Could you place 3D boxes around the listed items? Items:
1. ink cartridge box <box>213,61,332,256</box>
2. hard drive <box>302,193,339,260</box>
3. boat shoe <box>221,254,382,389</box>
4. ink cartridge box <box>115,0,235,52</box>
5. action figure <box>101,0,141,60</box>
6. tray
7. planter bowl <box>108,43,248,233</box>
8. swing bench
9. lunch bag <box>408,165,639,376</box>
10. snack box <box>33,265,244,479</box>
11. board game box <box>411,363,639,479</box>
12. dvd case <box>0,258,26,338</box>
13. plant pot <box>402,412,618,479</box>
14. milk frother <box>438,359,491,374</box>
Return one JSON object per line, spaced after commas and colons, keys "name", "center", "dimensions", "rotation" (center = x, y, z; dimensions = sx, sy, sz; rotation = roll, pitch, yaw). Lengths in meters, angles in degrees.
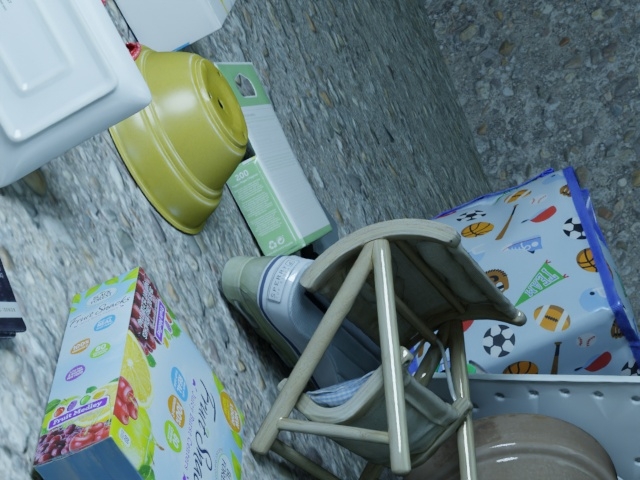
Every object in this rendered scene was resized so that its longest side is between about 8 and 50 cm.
{"name": "ink cartridge box", "center": [-0.072, -0.096, 1.732], "dimensions": [0.235, 0.056, 0.171], "rotation": [62, 14, 0]}
{"name": "hard drive", "center": [0.000, 0.000, 1.896], "dimensions": [0.094, 0.022, 0.135], "rotation": [53, 19, -40]}
{"name": "boat shoe", "center": [-0.008, 0.089, 1.568], "dimensions": [0.109, 0.094, 0.302], "rotation": [-61, 148, -18]}
{"name": "ink cartridge box", "center": [-0.161, -0.273, 1.629], "dimensions": [0.090, 0.092, 0.143], "rotation": [60, 14, -18]}
{"name": "action figure", "center": [-0.207, -0.187, 1.248], "dimensions": [0.091, 0.139, 0.280], "rotation": [57, 19, -27]}
{"name": "tray", "center": [-0.247, -0.189, 1.091], "dimensions": [0.270, 0.145, 0.030], "rotation": [62, -16, -13]}
{"name": "planter bowl", "center": [-0.135, -0.122, 1.479], "dimensions": [0.217, 0.090, 0.217], "rotation": [58, 17, -28]}
{"name": "swing bench", "center": [0.080, 0.135, 1.478], "dimensions": [0.253, 0.165, 0.255], "rotation": [45, 55, -56]}
{"name": "lunch bag", "center": [0.283, 0.081, 2.160], "dimensions": [0.385, 0.327, 0.239], "rotation": [-102, 166, -46]}
{"name": "snack box", "center": [-0.128, 0.149, 1.095], "dimensions": [0.174, 0.070, 0.207], "rotation": [59, 17, -28]}
{"name": "board game box", "center": [0.334, 0.296, 1.758], "dimensions": [0.050, 0.389, 0.390], "rotation": [-61, 140, -45]}
{"name": "dvd case", "center": [-0.277, -0.037, 0.972], "dimensions": [0.221, 0.018, 0.164], "rotation": [67, 13, 9]}
{"name": "plant pot", "center": [0.226, 0.359, 1.614], "dimensions": [0.263, 0.263, 0.229], "rotation": [57, 14, -29]}
{"name": "milk frother", "center": [0.154, 0.206, 1.881], "dimensions": [0.129, 0.135, 0.143], "rotation": [37, -11, 40]}
